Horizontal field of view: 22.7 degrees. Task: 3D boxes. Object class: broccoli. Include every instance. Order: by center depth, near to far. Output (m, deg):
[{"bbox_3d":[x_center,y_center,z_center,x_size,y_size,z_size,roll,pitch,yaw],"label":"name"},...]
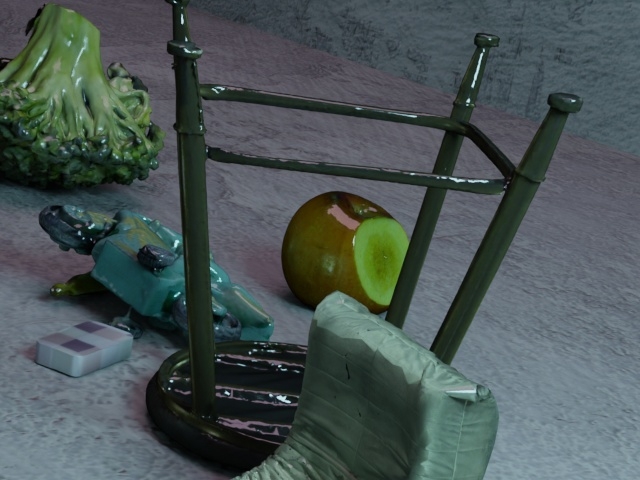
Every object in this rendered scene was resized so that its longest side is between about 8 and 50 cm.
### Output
[{"bbox_3d":[-0.393,-0.182,2.341,0.324,0.272,0.334,47,-6,-23],"label":"broccoli"}]

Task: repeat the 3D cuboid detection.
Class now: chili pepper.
[{"bbox_3d":[-0.266,0.040,1.946,0.043,0.049,0.208,-28,9,19],"label":"chili pepper"}]

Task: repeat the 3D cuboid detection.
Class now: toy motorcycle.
[{"bbox_3d":[-0.187,0.044,1.876,0.296,0.109,0.198,34,16,30],"label":"toy motorcycle"}]

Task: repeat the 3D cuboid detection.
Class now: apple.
[{"bbox_3d":[0.032,0.016,2.023,0.163,0.147,0.146,21,20,27],"label":"apple"}]

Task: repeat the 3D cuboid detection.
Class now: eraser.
[{"bbox_3d":[-0.254,0.116,1.718,0.065,0.026,0.105,15,17,24],"label":"eraser"}]

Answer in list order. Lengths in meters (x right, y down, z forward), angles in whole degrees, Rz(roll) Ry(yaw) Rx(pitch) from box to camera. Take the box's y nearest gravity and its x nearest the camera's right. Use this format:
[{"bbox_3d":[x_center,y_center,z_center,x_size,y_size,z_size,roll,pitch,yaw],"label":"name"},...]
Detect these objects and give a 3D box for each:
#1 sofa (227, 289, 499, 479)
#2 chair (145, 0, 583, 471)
[{"bbox_3d":[0.009,0.180,1.306,0.176,0.225,0.210,4,19,-35],"label":"sofa"},{"bbox_3d":[0.000,0.000,1.578,0.364,0.410,0.362,7,15,-8],"label":"chair"}]
